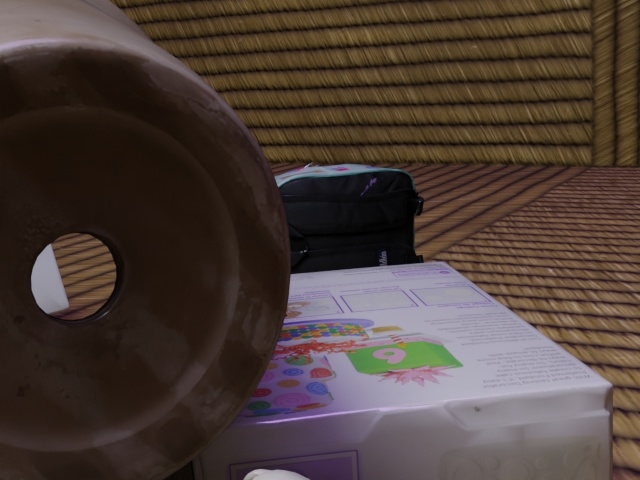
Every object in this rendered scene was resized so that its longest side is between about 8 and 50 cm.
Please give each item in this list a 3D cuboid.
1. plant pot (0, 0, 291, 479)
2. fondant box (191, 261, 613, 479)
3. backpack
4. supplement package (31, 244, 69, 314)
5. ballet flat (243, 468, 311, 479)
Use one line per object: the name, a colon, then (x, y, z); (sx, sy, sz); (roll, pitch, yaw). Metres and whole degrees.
plant pot: (-0.162, -0.004, 0.471); (0.323, 0.323, 0.280); (-10, 11, -30)
fondant box: (0.025, 0.101, 0.656); (0.238, 0.096, 0.330); (-5, 10, -8)
backpack: (0.000, 0.000, 0.987); (0.188, 0.166, 0.144); (-6, 10, -32)
supplement package: (-0.408, 0.013, 0.862); (0.145, 0.204, 0.261); (-17, -1, 43)
ballet flat: (-0.050, 0.152, 0.365); (0.348, 0.123, 0.123); (-7, 12, -20)
